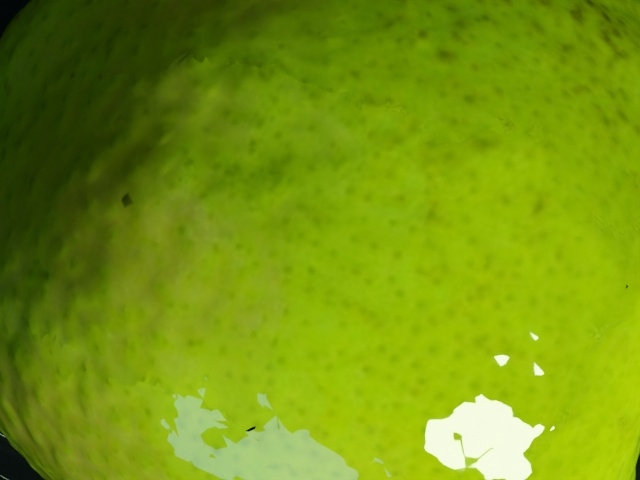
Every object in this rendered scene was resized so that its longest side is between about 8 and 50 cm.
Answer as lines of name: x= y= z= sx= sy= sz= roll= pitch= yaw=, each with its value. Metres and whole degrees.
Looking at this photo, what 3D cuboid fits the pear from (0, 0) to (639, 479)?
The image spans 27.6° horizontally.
pear: x=0.000 y=0.000 z=0.656 sx=0.391 sy=0.391 sz=0.391 roll=18 pitch=152 yaw=10
